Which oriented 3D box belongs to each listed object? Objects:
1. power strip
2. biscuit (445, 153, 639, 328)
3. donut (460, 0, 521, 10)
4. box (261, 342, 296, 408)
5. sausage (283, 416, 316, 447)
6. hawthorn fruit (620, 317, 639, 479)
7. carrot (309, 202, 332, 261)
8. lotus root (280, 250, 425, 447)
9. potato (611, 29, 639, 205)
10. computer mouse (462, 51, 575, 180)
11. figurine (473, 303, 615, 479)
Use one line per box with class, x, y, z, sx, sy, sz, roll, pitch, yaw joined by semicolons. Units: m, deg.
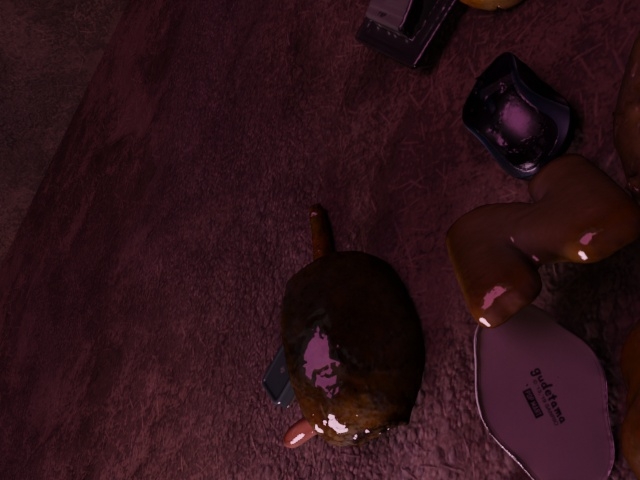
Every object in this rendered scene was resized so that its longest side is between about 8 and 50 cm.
power strip;0.169;-0.466;1.545;0.251;0.092;0.257;-63;33;13
biscuit;0.273;-0.013;1.062;0.236;0.062;0.291;-34;16;14
donut;0.286;-0.471;1.368;0.178;0.065;0.162;17;92;34
box;-0.062;0.246;1.553;0.126;0.031;0.091;-59;37;12
sausage;0.001;0.317;1.427;0.186;0.043;0.043;-34;48;39
hawthorn fruit;0.434;0.148;0.743;0.300;0.267;0.268;-26;53;33
carrot;0.000;0.000;1.587;0.042;0.042;0.171;-40;42;35
lotus root;0.044;0.159;1.337;0.210;0.142;0.314;-34;46;23
potato;0.451;-0.169;0.980;0.191;0.141;0.296;21;92;42
computer mouse;0.287;-0.193;1.247;0.137;0.096;0.233;-53;40;23
figurine;0.268;0.206;1.070;0.141;0.166;0.250;115;141;-77
